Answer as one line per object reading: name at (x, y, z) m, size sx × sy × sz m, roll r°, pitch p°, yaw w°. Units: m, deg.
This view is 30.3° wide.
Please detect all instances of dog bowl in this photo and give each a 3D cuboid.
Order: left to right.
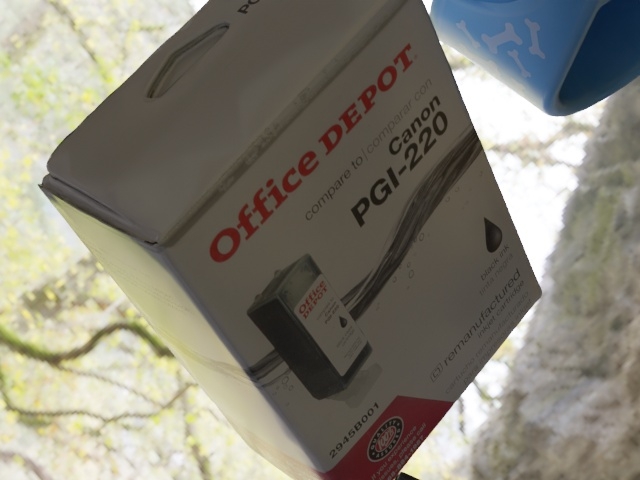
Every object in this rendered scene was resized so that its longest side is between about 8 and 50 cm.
dog bowl at (0.143, -0.155, 0.506) m, size 0.074 × 0.166 × 0.297 m, roll 52°, pitch -16°, yaw 16°

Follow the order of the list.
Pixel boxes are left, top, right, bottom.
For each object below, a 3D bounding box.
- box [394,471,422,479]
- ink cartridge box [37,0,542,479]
box at (0.158, 0.425, 1.290) m, size 0.318 × 0.097 × 0.395 m, roll 27°, pitch -37°, yaw 1°
ink cartridge box at (0.000, 0.000, 0.542) m, size 0.092 × 0.158 × 0.218 m, roll 25°, pitch -24°, yaw 43°
